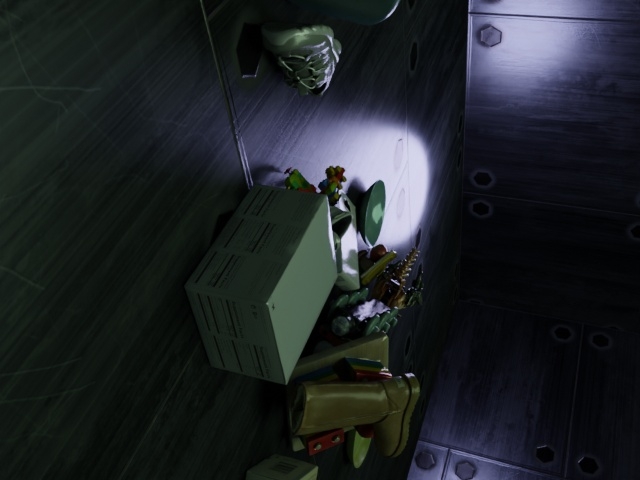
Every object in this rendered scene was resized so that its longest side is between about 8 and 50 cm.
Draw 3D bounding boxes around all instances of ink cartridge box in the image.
[{"bbox_3d":[0.049,-0.003,1.687,0.181,0.056,0.225,45,38,-67],"label":"ink cartridge box"}]

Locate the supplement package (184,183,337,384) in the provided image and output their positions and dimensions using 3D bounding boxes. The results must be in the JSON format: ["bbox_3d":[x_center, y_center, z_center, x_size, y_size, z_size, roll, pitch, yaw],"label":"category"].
[{"bbox_3d":[-0.086,0.069,1.156,0.262,0.145,0.204,-61,153,-42],"label":"supplement package"}]

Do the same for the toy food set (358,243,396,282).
[{"bbox_3d":[0.142,0.054,1.891,0.128,0.071,0.218,-41,167,-1],"label":"toy food set"}]

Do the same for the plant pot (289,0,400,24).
[{"bbox_3d":[0.046,-0.505,1.131,0.252,0.247,0.247,99,7,-73],"label":"plant pot"}]

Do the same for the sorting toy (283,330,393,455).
[{"bbox_3d":[0.054,0.366,1.557,0.255,0.089,0.257,-16,124,-20],"label":"sorting toy"}]

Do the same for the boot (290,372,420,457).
[{"bbox_3d":[0.062,0.385,1.467,0.089,0.269,0.236,-132,-134,-54],"label":"boot"}]

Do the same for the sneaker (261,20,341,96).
[{"bbox_3d":[-0.024,-0.315,1.206,0.281,0.105,0.116,-13,111,-70],"label":"sneaker"}]

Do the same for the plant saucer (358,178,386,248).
[{"bbox_3d":[0.138,-0.076,1.890,0.195,0.037,0.195,10,90,-70],"label":"plant saucer"}]

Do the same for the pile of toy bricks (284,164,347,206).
[{"bbox_3d":[-0.032,-0.095,1.317,0.105,0.118,0.212,49,34,-16],"label":"pile of toy bricks"}]

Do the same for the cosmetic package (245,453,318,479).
[{"bbox_3d":[-0.103,0.630,1.434,0.160,0.113,0.310,8,91,-71],"label":"cosmetic package"}]

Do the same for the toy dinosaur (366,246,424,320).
[{"bbox_3d":[0.212,0.166,1.990,0.322,0.164,0.218,-41,176,32],"label":"toy dinosaur"}]

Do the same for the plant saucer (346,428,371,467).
[{"bbox_3d":[0.129,0.607,2.201,0.241,0.037,0.241,10,90,-70],"label":"plant saucer"}]

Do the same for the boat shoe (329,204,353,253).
[{"bbox_3d":[0.000,0.000,1.459,0.258,0.084,0.095,-59,152,-47],"label":"boat shoe"}]

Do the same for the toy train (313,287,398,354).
[{"bbox_3d":[0.087,0.235,1.734,0.190,0.142,0.334,-62,162,11],"label":"toy train"}]
